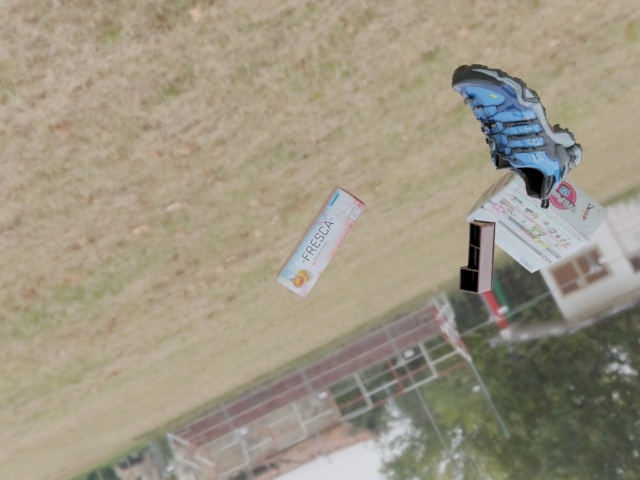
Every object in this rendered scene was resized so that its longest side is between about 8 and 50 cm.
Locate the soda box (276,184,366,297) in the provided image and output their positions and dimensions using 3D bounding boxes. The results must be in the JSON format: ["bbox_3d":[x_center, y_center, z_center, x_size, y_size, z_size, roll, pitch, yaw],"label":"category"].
[{"bbox_3d":[0.000,0.000,1.301,0.183,0.058,0.063,-56,-175,5],"label":"soda box"}]

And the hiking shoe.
[{"bbox_3d":[0.346,-0.195,1.445,0.132,0.304,0.113,-58,-163,-13],"label":"hiking shoe"}]

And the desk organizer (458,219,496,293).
[{"bbox_3d":[0.291,0.030,1.487,0.047,0.130,0.050,9,-167,40],"label":"desk organizer"}]

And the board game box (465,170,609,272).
[{"bbox_3d":[0.504,-0.058,1.904,0.097,0.224,0.303,-51,179,-17],"label":"board game box"}]
